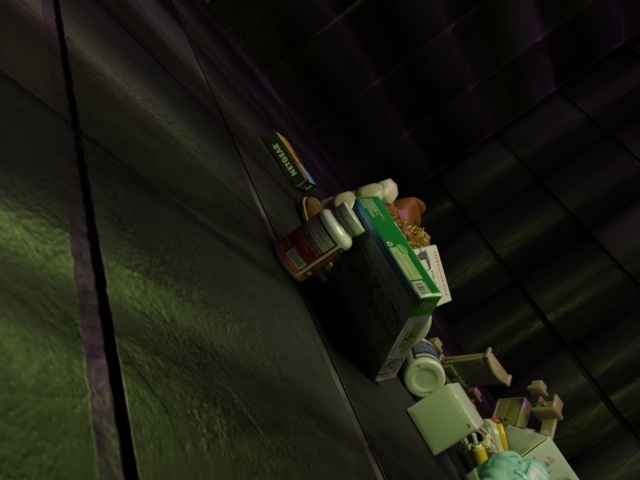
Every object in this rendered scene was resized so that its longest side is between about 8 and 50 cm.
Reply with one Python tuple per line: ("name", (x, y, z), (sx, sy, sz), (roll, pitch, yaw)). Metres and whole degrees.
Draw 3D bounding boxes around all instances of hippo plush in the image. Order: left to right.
("hippo plush", (0.115, -0.030, 1.705), (0.294, 0.234, 0.237), (-15, -86, 57))

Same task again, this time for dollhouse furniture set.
("dollhouse furniture set", (0.512, 0.463, 1.754), (0.355, 0.303, 0.174), (51, 48, -17))

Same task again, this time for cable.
("cable", (0.395, 0.589, 1.316), (0.139, 0.072, 0.287), (86, -10, -62))

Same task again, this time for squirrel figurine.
("squirrel figurine", (0.273, 0.052, 1.973), (0.397, 0.281, 0.371), (27, 41, -68))

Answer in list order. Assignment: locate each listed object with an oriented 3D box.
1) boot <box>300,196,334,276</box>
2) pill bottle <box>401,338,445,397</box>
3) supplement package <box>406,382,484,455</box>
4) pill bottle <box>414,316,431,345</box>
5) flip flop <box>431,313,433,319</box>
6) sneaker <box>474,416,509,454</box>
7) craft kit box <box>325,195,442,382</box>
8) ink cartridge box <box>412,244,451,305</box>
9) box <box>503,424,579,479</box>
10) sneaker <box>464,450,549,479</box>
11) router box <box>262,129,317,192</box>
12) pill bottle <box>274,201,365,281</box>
("boot", (0.036, -0.023, 1.392), (0.112, 0.115, 0.305), (44, 13, -40))
("pill bottle", (0.236, 0.291, 1.353), (0.094, 0.094, 0.169), (53, 10, -9))
("supplement package", (0.267, 0.371, 1.202), (0.105, 0.105, 0.179), (59, 10, 21))
("pill bottle", (0.145, 0.118, 1.325), (0.152, 0.152, 0.272), (50, 12, -28))
("flip flop", (0.251, 0.249, 1.619), (0.112, 0.080, 0.277), (22, 23, 7))
("sneaker", (0.441, 0.575, 1.465), (0.088, 0.092, 0.225), (95, -14, -55))
("craft kit box", (0.103, 0.090, 1.063), (0.060, 0.247, 0.250), (-4, 47, -27))
("ink cartridge box", (0.246, 0.114, 1.574), (0.237, 0.100, 0.172), (-10, 84, -50))
("box", (0.591, 0.645, 1.559), (0.231, 0.126, 0.262), (56, -9, 6))
("sneaker", (0.373, 0.481, 1.091), (0.135, 0.150, 0.366), (46, 1, 4))
("router box", (-0.088, -0.229, 1.684), (0.179, 0.046, 0.133), (57, 10, 9))
("pill bottle", (0.000, 0.000, 1.019), (0.086, 0.152, 0.086), (53, 10, -13))
